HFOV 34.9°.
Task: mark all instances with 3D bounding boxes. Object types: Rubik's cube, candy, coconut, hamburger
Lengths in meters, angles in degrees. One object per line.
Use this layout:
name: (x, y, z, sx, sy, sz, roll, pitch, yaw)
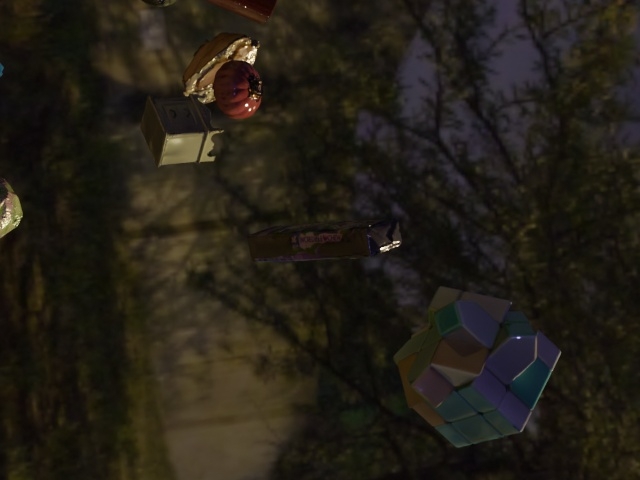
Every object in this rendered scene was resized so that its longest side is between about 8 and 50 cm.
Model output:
Rubik's cube: (0.244, 0.202, 1.670, 0.213, 0.224, 0.265, 44, -35, -10)
candy: (0.000, 0.000, 1.803, 0.312, 0.088, 0.061, -4, -78, 45)
coconut: (-0.412, -0.039, 1.264, 0.082, 0.081, 0.083, 145, -37, -66)
hamburger: (-0.200, -0.343, 1.984, 0.087, 0.176, 0.102, 43, 6, -37)

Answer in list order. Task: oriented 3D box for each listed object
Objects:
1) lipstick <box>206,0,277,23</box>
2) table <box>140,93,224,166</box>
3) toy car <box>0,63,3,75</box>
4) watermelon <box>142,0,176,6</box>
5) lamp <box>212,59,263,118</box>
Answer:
lipstick: (-0.217, -0.346, 1.204, 0.057, 0.356, 0.057, -44, -143, 46)
table: (-0.183, -0.148, 1.341, 0.079, 0.083, 0.062, 63, -34, 33)
toy car: (-0.579, -0.230, 1.605, 0.100, 0.191, 0.097, 54, 27, -35)
watermelon: (-0.289, -0.484, 1.813, 0.105, 0.105, 0.133, -106, -167, -52)
lamp: (-0.150, -0.274, 1.848, 0.107, 0.092, 0.108, 2, 90, -65)
